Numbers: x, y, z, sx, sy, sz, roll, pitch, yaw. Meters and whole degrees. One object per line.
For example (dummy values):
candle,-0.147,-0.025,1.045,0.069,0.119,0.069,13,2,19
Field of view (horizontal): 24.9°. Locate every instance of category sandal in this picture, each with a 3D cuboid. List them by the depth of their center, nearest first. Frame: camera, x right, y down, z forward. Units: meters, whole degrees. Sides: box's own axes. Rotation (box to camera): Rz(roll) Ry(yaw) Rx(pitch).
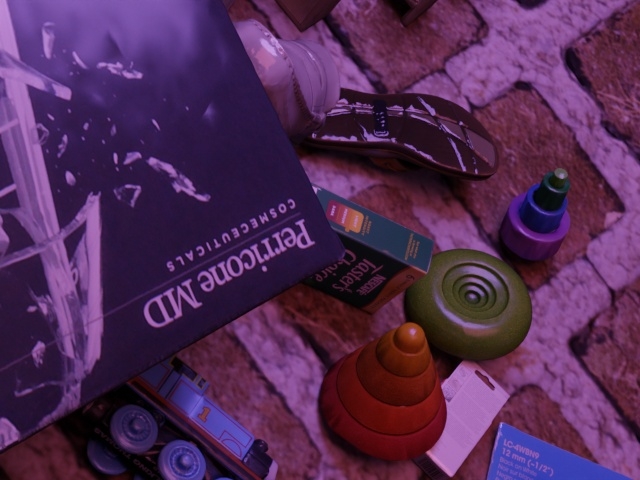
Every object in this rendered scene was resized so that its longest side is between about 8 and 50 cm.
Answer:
sandal,0.071,-0.100,1.458,0.219,0.060,0.090,6,58,-10

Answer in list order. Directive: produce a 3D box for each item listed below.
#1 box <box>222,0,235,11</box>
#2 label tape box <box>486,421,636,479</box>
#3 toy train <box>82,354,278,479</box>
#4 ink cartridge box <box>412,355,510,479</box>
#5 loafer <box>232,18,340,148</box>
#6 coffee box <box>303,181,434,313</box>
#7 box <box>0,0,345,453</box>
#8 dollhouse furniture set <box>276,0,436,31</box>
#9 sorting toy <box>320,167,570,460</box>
box,-0.111,-0.335,1.410,0.127,0.148,0.232,28,58,-15
label tape box,0.258,0.351,1.311,0.249,0.115,0.348,25,60,-16
toy train,-0.113,0.175,1.221,0.184,0.080,0.105,39,50,-6
ink cartridge box,0.125,0.168,1.376,0.063,0.029,0.115,45,54,-2
loafer,-0.041,-0.138,1.258,0.111,0.319,0.112,-34,89,-4
coffee box,0.000,0.000,1.337,0.184,0.113,0.040,25,57,-17
box,-0.321,-0.078,1.043,0.480,0.297,0.472,-29,97,-36
dollhouse furniture set,0.062,-0.342,1.495,0.242,0.161,0.212,-39,89,-35
sorting toy,0.141,0.044,1.365,0.127,0.126,0.365,35,54,15
